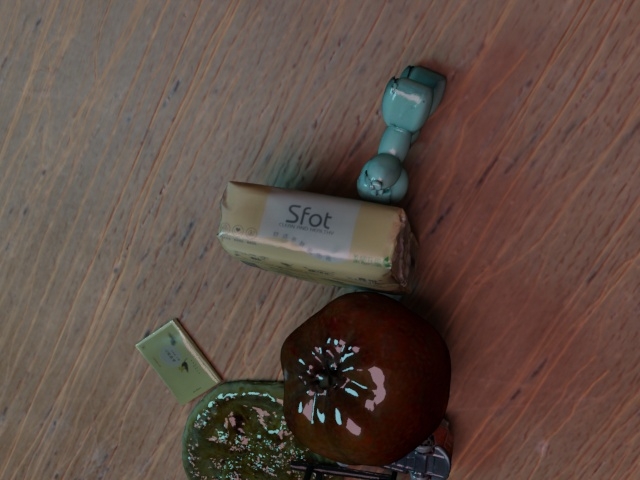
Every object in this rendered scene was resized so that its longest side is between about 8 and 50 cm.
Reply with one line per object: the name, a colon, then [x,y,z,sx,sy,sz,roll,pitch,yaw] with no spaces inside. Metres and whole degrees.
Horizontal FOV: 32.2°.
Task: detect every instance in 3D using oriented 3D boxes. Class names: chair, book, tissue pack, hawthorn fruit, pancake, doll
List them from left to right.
book: [-0.198,0.170,1.541,0.077,0.014,0.111,-33,98,25]
pancake: [-0.080,0.306,1.545,0.253,0.037,0.254,7,113,16]
tissue pack: [0.000,0.000,1.319,0.222,0.186,0.090,11,79,16]
chair: [0.075,0.396,1.444,0.260,0.154,0.141,5,116,8]
hawthorn fruit: [0.076,0.167,1.337,0.208,0.248,0.208,-8,79,42]
doll: [0.088,-0.114,1.258,0.059,0.159,0.159,21,117,7]

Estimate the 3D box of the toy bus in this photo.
toy bus: [0.090,0.256,1.446,0.174,0.077,0.079,11,129,13]
